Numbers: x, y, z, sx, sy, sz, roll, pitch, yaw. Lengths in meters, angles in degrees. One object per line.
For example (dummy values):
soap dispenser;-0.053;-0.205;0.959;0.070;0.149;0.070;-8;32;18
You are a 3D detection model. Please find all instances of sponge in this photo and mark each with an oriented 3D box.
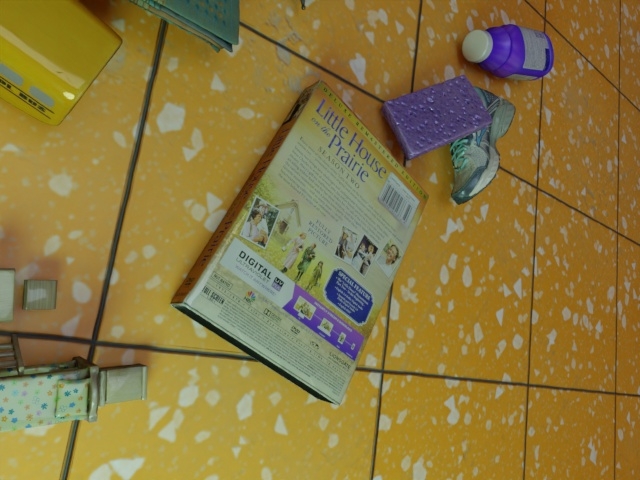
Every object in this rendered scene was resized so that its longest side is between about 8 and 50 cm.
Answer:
sponge;0.228;-0.243;0.950;0.209;0.031;0.117;-25;82;-21

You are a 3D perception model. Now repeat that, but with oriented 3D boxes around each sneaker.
sneaker;0.310;-0.206;1.034;0.122;0.110;0.283;29;65;-13

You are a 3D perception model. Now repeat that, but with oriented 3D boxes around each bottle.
bottle;0.444;-0.445;1.149;0.282;0.092;0.118;-11;92;-38

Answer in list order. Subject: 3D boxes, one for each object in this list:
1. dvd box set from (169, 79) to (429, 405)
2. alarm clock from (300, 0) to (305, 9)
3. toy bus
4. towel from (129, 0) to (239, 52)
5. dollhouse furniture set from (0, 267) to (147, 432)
dvd box set;0.000;0.000;0.780;0.307;0.062;0.421;40;64;-28
alarm clock;-0.025;-0.492;0.811;0.129;0.064;0.192;35;62;-30
toy bus;-0.377;-0.259;0.467;0.332;0.130;0.108;38;64;-29
towel;-0.226;-0.412;0.543;0.370;0.040;0.272;9;83;-54
dollhouse furniture set;-0.272;0.111;0.532;0.181;0.101;0.161;3;84;-38
